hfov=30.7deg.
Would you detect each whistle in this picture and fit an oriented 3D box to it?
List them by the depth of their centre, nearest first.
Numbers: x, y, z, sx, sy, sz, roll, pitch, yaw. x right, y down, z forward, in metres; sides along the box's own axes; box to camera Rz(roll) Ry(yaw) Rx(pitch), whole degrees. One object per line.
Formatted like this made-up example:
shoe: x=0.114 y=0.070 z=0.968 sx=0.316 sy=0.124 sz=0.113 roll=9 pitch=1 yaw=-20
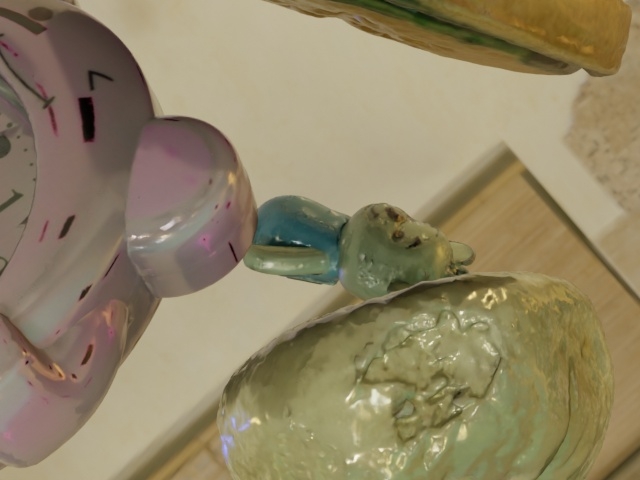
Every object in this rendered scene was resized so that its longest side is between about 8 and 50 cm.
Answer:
whistle: x=0.000 y=0.000 z=0.893 sx=0.235 sy=0.077 sz=0.114 roll=13 pitch=28 yaw=20

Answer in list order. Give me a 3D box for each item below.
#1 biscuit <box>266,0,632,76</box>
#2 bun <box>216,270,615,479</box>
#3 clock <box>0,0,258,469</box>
biscuit: x=0.001 y=-0.153 z=0.653 sx=0.287 sy=0.343 sz=0.057 roll=28 pitch=104 yaw=52
bun: x=0.051 y=0.103 z=0.627 sx=0.220 sy=0.134 sz=0.220 roll=-16 pitch=-15 yaw=-4
clock: x=-0.219 y=-0.002 z=0.595 sx=0.322 sy=0.295 sz=0.113 roll=-37 pitch=-27 yaw=-13
